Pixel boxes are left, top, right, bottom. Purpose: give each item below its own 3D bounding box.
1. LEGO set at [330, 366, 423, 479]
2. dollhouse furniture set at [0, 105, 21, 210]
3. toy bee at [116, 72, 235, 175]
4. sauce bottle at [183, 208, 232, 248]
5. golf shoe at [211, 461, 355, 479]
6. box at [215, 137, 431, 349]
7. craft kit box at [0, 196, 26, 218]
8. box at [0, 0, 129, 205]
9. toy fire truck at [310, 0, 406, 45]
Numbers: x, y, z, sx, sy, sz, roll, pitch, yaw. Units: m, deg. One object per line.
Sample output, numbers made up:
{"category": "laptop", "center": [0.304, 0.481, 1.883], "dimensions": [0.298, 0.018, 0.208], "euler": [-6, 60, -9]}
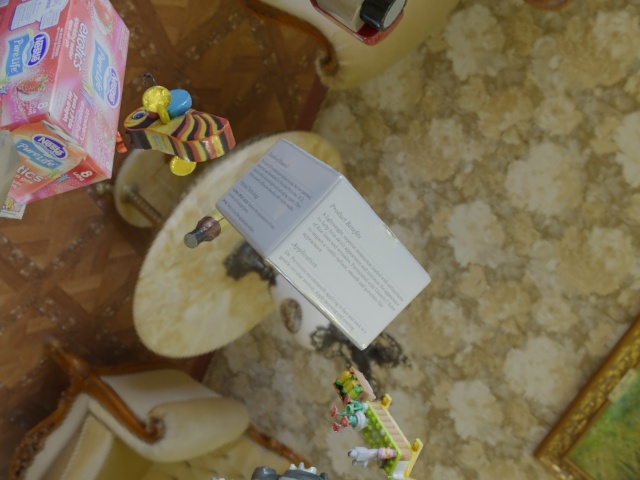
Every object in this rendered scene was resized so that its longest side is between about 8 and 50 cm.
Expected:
{"category": "LEGO set", "center": [0.042, 0.268, 0.879], "dimensions": [0.107, 0.287, 0.132], "euler": [9, 149, -28]}
{"category": "dollhouse furniture set", "center": [-0.324, -0.044, 0.588], "dimensions": [0.151, 0.123, 0.144], "euler": [-5, 132, 1]}
{"category": "toy bee", "center": [-0.307, -0.206, 1.503], "dimensions": [0.162, 0.298, 0.195], "euler": [-40, 118, -22]}
{"category": "sauce bottle", "center": [-0.180, -0.024, 1.278], "dimensions": [0.128, 0.042, 0.042], "euler": [-39, 157, -55]}
{"category": "golf shoe", "center": [-0.058, 0.263, 0.651], "dimensions": [0.273, 0.105, 0.120], "euler": [-40, -144, 57]}
{"category": "box", "center": [0.000, 0.000, 0.896], "dimensions": [0.119, 0.182, 0.181], "euler": [-45, 121, -3]}
{"category": "craft kit box", "center": [-0.604, -0.215, 1.580], "dimensions": [0.061, 0.250, 0.246], "euler": [8, 130, -27]}
{"category": "box", "center": [-0.372, -0.219, 1.069], "dimensions": [0.154, 0.300, 0.142], "euler": [-15, 143, 14]}
{"category": "toy fire truck", "center": [0.078, -0.348, 0.957], "dimensions": [0.217, 0.158, 0.246], "euler": [-54, 170, 3]}
